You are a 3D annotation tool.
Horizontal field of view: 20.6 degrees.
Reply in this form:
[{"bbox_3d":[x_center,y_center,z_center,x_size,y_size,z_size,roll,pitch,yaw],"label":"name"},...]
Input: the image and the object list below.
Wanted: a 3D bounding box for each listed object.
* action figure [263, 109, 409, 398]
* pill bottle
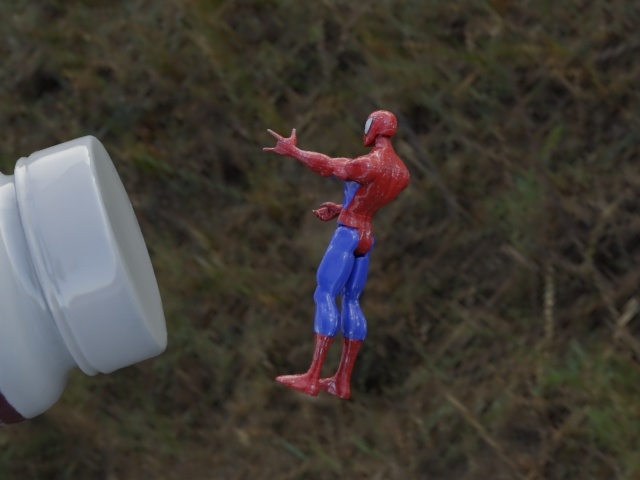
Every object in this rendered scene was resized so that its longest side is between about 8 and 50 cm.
[{"bbox_3d":[0.000,0.000,1.724,0.139,0.091,0.280,20,95,35],"label":"action figure"},{"bbox_3d":[-0.339,0.062,1.427,0.392,0.224,0.224,-18,38,1],"label":"pill bottle"}]
